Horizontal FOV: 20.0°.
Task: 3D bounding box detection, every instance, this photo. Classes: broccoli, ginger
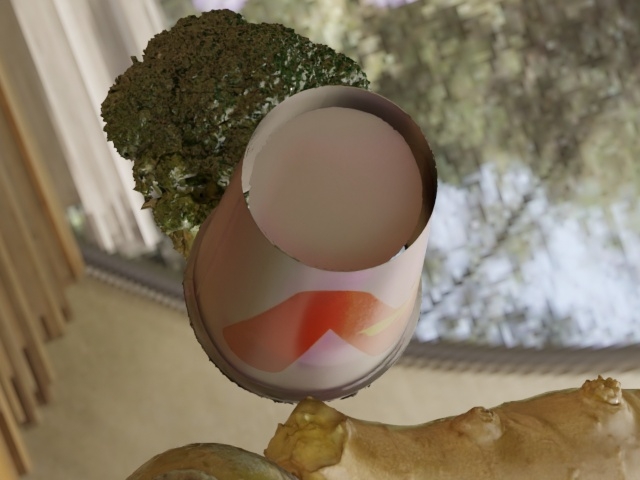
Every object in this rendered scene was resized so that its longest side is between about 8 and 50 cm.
[{"bbox_3d":[-0.095,-0.101,1.926,0.321,0.304,0.283,-23,147,-44],"label":"broccoli"},{"bbox_3d":[0.125,0.216,1.490,0.375,0.236,0.166,3,-138,-11],"label":"ginger"}]

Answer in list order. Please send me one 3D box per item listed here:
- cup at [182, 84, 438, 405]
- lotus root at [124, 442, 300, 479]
[{"bbox_3d":[0.000,0.000,1.343,0.203,0.203,0.288,-22,166,-11],"label":"cup"},{"bbox_3d":[-0.056,0.258,1.225,0.175,0.349,0.175,-8,-134,9],"label":"lotus root"}]
